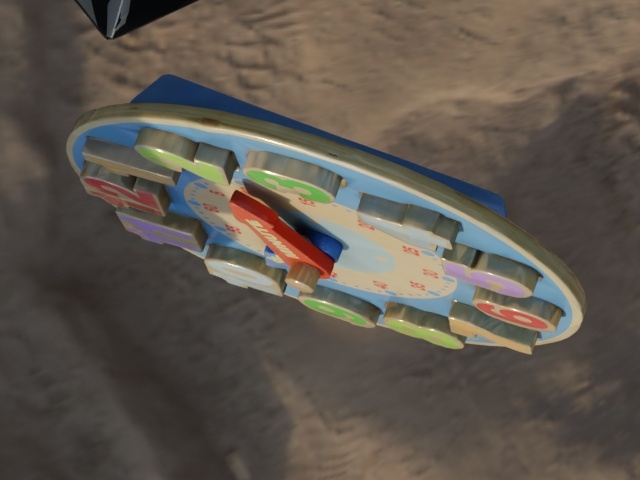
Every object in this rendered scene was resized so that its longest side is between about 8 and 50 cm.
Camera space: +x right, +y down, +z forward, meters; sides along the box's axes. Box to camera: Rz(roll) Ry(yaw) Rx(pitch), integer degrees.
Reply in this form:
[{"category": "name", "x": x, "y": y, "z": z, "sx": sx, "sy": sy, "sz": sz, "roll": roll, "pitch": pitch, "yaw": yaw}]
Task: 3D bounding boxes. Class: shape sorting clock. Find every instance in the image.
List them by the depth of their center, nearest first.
[{"category": "shape sorting clock", "x": 0.000, "y": 0.000, "z": 0.733, "sx": 0.206, "sy": 0.206, "sz": 0.040, "roll": 19, "pitch": 75, "yaw": 19}]

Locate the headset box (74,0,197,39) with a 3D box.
[{"category": "headset box", "x": -0.026, "y": -0.252, "z": 0.821, "sx": 0.218, "sy": 0.293, "sz": 0.110, "roll": -23, "pitch": 133, "yaw": 16}]
